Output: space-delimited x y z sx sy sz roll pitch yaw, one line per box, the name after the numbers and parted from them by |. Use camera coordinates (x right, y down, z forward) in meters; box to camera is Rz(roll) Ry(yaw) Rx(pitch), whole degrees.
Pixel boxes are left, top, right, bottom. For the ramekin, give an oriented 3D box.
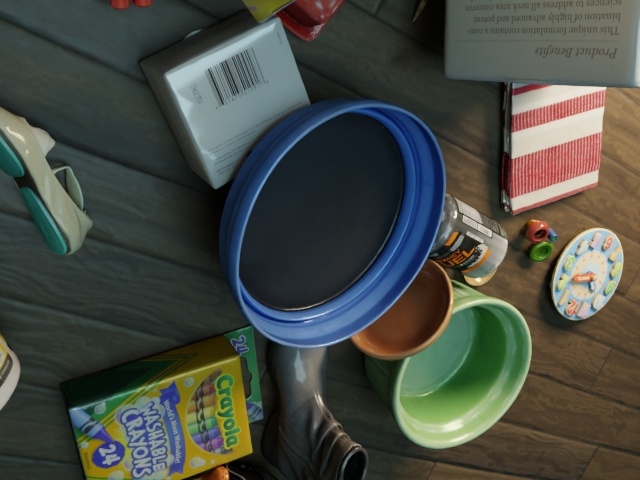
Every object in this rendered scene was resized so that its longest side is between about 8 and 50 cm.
0.229 0.219 1.426 0.303 0.148 0.304 -11 115 -24 | ramekin

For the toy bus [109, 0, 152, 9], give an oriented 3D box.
-0.215 -0.401 0.939 0.220 0.149 0.212 -19 131 -24 | toy bus

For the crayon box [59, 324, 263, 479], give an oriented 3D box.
-0.235 0.285 1.241 0.322 0.083 0.203 -16 117 -23 | crayon box

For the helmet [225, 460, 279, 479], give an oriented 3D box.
-0.124 0.485 1.337 0.169 0.161 0.170 -11 115 -24 | helmet

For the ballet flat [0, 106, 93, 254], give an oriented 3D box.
-0.379 -0.095 1.016 0.086 0.086 0.249 -30 123 -15 | ballet flat

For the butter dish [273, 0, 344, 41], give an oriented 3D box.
-0.008 -0.377 1.066 0.160 0.118 0.160 33 93 -35 | butter dish

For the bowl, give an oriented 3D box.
0.022 -0.026 1.137 0.391 0.077 0.392 -21 126 -31 | bowl

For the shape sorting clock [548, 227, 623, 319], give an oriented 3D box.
0.570 0.074 1.615 0.206 0.040 0.206 -11 116 -24 | shape sorting clock

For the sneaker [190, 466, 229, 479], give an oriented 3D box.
-0.214 0.434 1.289 0.067 0.064 0.175 23 129 -33 | sneaker

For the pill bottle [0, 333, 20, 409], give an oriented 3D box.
-0.537 0.090 0.933 0.187 0.188 0.334 -31 121 -14 | pill bottle

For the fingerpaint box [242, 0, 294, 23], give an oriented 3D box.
0.117 -0.463 0.822 0.163 0.444 0.371 53 53 -21 | fingerpaint box

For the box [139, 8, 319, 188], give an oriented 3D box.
-0.126 -0.202 1.074 0.180 0.119 0.182 -31 123 -15 | box

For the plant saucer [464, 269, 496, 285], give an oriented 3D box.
0.308 0.047 1.477 0.083 0.015 0.084 -11 115 -24 | plant saucer

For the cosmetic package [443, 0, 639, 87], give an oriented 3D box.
0.404 -0.429 1.089 0.327 0.329 0.394 -12 110 -37 | cosmetic package

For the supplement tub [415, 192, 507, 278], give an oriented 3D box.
0.231 -0.014 1.349 0.190 0.117 0.117 24 98 -33 | supplement tub

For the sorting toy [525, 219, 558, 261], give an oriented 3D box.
0.434 -0.008 1.513 0.061 0.042 0.102 -22 133 -1 | sorting toy

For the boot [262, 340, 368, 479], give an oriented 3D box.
0.007 0.300 1.290 0.118 0.222 0.339 -10 115 -30 | boot

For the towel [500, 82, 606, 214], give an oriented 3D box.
0.437 -0.229 1.420 0.236 0.037 0.329 -17 118 -22 | towel

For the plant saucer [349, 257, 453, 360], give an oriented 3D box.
0.136 0.117 1.306 0.200 0.200 0.037 -45 137 -5 | plant saucer

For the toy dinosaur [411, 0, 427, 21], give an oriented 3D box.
0.214 -0.448 1.190 0.211 0.064 0.112 -40 125 -8 | toy dinosaur
